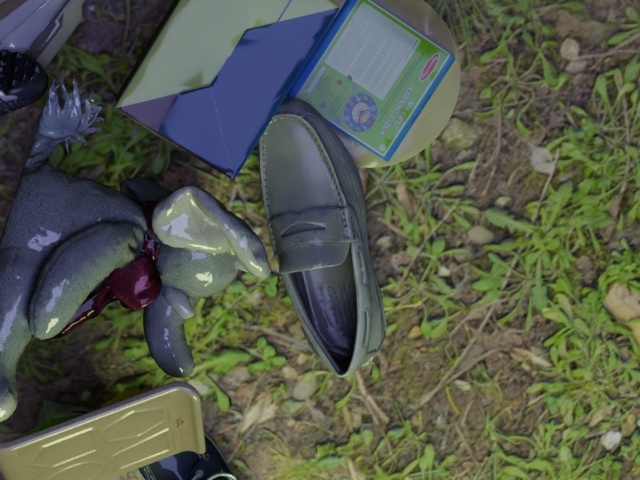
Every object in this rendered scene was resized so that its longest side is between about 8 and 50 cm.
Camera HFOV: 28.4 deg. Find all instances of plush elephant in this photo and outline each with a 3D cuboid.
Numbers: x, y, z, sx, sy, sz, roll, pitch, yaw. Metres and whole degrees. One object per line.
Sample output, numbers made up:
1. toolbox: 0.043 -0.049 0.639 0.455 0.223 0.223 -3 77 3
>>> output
1. plush elephant: -0.197 0.027 1.285 0.255 0.272 0.330 18 94 -13

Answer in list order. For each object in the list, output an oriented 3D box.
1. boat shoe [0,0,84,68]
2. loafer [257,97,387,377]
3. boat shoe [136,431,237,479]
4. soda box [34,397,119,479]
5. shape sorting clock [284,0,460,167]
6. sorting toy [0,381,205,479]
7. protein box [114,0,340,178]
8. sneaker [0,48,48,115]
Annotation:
1. boat shoe: -0.253 -0.311 1.276 0.103 0.113 0.302 33 93 -25
2. loafer: 0.000 0.000 1.406 0.112 0.111 0.319 -14 107 19
3. boat shoe: -0.137 0.301 1.468 0.095 0.079 0.254 -33 109 -5
4. soda box: -0.302 0.331 1.424 0.098 0.091 0.286 15 98 -17
5. shape sorting clock: 0.057 -0.185 1.426 0.206 0.040 0.206 0 97 -4
6. sorting toy: -0.224 0.205 1.293 0.208 0.193 0.038 -15 64 -11
7. protein box: -0.102 -0.189 1.291 0.136 0.201 0.199 31 93 -12
8. sneaker: -0.378 -0.128 1.284 0.234 0.078 0.106 -11 139 9
